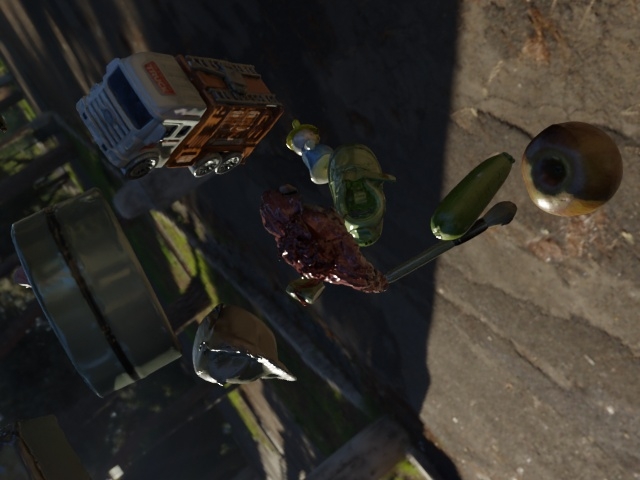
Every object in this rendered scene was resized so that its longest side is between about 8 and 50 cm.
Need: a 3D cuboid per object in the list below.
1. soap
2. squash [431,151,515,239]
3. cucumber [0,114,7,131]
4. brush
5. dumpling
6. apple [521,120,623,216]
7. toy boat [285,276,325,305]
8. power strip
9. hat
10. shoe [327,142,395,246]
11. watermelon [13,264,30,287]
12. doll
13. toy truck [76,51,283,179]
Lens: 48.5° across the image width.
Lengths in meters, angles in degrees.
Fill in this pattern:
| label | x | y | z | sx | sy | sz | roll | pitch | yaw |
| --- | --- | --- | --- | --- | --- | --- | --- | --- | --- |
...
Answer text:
| label | x | y | z | sx | sy | sz | roll | pitch | yaw |
| --- | --- | --- | --- | --- | --- | --- | --- | --- | --- |
| soap | -0.625 | 0.528 | 1.389 | 0.213 | 0.350 | 0.435 | 50 | 169 | 3 |
| squash | 0.260 | -0.078 | 1.198 | 0.066 | 0.201 | 0.066 | 41 | 164 | 15 |
| cucumber | -0.800 | -0.319 | 1.535 | 0.293 | 0.067 | 0.067 | 34 | 159 | 8 |
| brush | 0.238 | 0.011 | 1.336 | 0.042 | 0.299 | 0.039 | 58 | -179 | -34 |
| dumpling | -0.157 | 0.211 | 1.447 | 0.293 | 0.205 | 0.163 | 121 | 145 | -74 |
| apple | 0.549 | -0.156 | 1.558 | 0.211 | 0.188 | 0.211 | 11 | 104 | 49 |
| toy boat | -0.034 | 0.125 | 1.861 | 0.071 | 0.089 | 0.185 | 31 | -167 | 10 |
| power strip | -0.378 | 0.099 | 1.226 | 0.357 | 0.161 | 0.357 | 55 | 163 | 25 |
| hat | 0.000 | 0.000 | 1.022 | 0.237 | 0.107 | 0.286 | 35 | -174 | 7 |
| shoe | 0.098 | -0.117 | 1.681 | 0.128 | 0.140 | 0.262 | 125 | 143 | -69 |
| watermelon | -0.603 | 0.049 | 1.824 | 0.250 | 0.293 | 0.283 | -21 | 92 | 46 |
| doll | -0.019 | -0.237 | 1.913 | 0.135 | 0.098 | 0.241 | 12 | -144 | -43 |
| toy truck | -0.249 | -0.247 | 1.349 | 0.207 | 0.387 | 0.173 | -41 | 78 | 27 |
